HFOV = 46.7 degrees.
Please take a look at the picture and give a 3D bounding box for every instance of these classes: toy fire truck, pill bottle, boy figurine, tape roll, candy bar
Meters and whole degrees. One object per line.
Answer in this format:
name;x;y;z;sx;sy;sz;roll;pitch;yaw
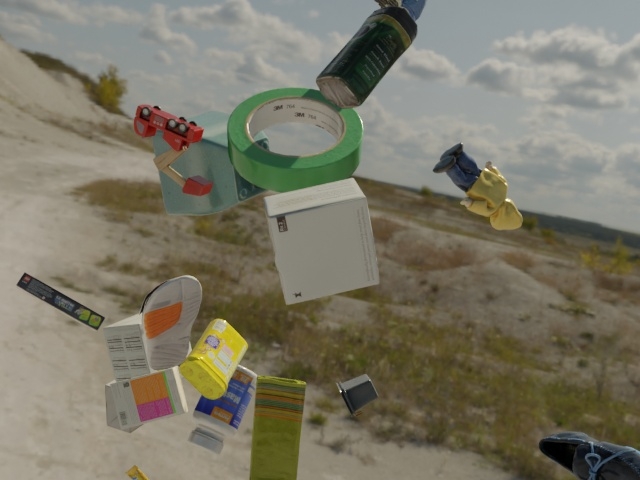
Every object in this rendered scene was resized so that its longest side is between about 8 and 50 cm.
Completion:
toy fire truck;-0.298;-0.183;1.500;0.192;0.135;0.047;24;19;12
pill bottle;-0.313;0.528;2.338;0.152;0.272;0.152;20;-22;8
boy figurine;0.443;-0.140;2.018;0.285;0.177;0.092;41;-33;-16
tape roll;-0.060;-0.244;1.762;0.321;0.077;0.321;1;46;-1
candy bar;-0.419;0.627;1.845;0.161;0.040;0.018;47;19;3

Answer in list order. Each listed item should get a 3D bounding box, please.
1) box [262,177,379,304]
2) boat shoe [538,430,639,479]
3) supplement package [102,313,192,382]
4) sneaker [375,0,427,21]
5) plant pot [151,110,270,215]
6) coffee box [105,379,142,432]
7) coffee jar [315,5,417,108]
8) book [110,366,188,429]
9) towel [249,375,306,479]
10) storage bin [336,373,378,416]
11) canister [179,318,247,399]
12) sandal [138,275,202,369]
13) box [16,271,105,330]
box;0.000;0.000;1.372;0.182;0.181;0.119;-12;24;-4
boat shoe;0.478;0.402;1.298;0.089;0.109;0.258;2;-6;-17
supplement package;-0.499;0.320;2.180;0.149;0.203;0.194;-8;7;31
sneaker;0.212;-0.679;1.959;0.130;0.147;0.330;39;6;16
plant pot;-0.267;-0.204;2.021;0.252;0.248;0.247;11;27;37
coffee box;-0.559;0.483;2.344;0.098;0.141;0.246;10;16;24
coffee jar;0.081;-0.311;1.249;0.079;0.184;0.096;45;-16;-25
book;-0.348;0.320;1.505;0.144;0.096;0.035;-16;-6;11
towel;-0.090;0.393;1.517;0.102;0.237;0.021;6;13;4
storage bin;0.106;0.422;2.033;0.091;0.098;0.135;-26;0;-3
canister;-0.260;0.290;1.838;0.126;0.073;0.170;48;35;-14
sandal;-0.286;0.140;1.355;0.102;0.265;0.076;-10;51;-27
box;-0.607;0.145;1.730;0.207;0.036;0.114;33;-17;-14
